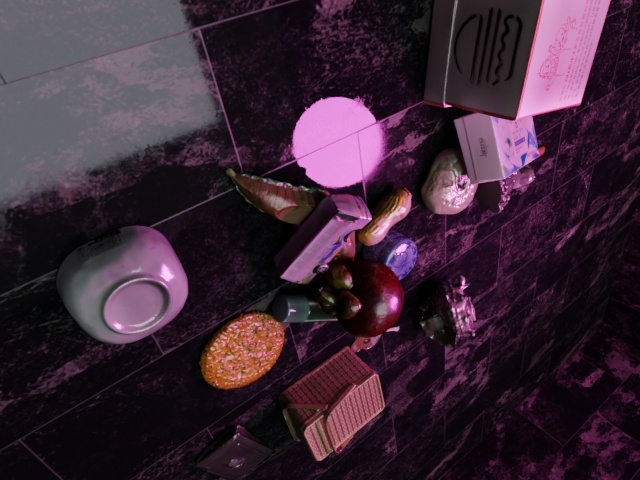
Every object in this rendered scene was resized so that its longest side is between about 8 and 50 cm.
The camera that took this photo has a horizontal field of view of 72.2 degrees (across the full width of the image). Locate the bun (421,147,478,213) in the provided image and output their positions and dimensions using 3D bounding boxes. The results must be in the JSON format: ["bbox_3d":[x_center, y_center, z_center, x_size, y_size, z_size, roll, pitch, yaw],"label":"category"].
[{"bbox_3d":[0.422,-0.178,1.387,0.221,0.108,0.221,-19,125,-30],"label":"bun"}]

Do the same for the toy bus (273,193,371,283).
[{"bbox_3d":[0.000,-0.001,1.093,0.112,0.090,0.274,12,131,-41],"label":"toy bus"}]

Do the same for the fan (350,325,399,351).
[{"bbox_3d":[0.205,0.325,1.572,0.227,0.008,0.152,0,113,-38],"label":"fan"}]

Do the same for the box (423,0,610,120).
[{"bbox_3d":[0.489,-0.502,1.121,0.313,0.300,0.314,-19,125,-30],"label":"box"}]

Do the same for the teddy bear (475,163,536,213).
[{"bbox_3d":[0.654,-0.233,1.525,0.251,0.144,0.171,-40,119,-18],"label":"teddy bear"}]

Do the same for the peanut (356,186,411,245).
[{"bbox_3d":[0.188,-0.069,1.279,0.206,0.087,0.087,-47,134,-6],"label":"peanut"}]

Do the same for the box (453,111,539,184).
[{"bbox_3d":[0.541,-0.309,1.325,0.274,0.116,0.203,-28,105,-39],"label":"box"}]

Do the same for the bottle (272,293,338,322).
[{"bbox_3d":[-0.005,0.197,1.279,0.286,0.082,0.082,6,110,-41],"label":"bottle"}]

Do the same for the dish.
[{"bbox_3d":[-0.386,0.106,0.896,0.256,0.117,0.256,-20,126,-30],"label":"dish"}]

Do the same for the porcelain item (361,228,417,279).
[{"bbox_3d":[0.214,0.045,1.346,0.147,0.114,0.147,-20,126,-30],"label":"porcelain item"}]

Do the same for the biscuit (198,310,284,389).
[{"bbox_3d":[-0.208,0.308,1.213,0.254,0.035,0.253,-20,125,-30],"label":"biscuit"}]

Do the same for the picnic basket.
[{"bbox_3d":[0.043,0.547,1.453,0.313,0.175,0.227,-31,131,-21],"label":"picnic basket"}]

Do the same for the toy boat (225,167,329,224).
[{"bbox_3d":[-0.087,-0.097,1.039,0.293,0.099,0.108,12,132,-43],"label":"toy boat"}]

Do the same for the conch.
[{"bbox_3d":[0.487,0.273,1.615,0.186,0.240,0.312,-4,131,-22],"label":"conch"}]

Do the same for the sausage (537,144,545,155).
[{"bbox_3d":[0.799,-0.325,1.653,0.131,0.041,0.039,-26,123,-25],"label":"sausage"}]

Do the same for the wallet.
[{"bbox_3d":[-0.262,0.679,1.377,0.169,0.052,0.245,-40,135,-9],"label":"wallet"}]

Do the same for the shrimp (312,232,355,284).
[{"bbox_3d":[0.034,0.007,1.219,0.154,0.062,0.294,-13,123,-26],"label":"shrimp"}]

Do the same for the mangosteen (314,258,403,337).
[{"bbox_3d":[0.098,0.148,1.188,0.258,0.215,0.215,17,103,-31],"label":"mangosteen"}]
